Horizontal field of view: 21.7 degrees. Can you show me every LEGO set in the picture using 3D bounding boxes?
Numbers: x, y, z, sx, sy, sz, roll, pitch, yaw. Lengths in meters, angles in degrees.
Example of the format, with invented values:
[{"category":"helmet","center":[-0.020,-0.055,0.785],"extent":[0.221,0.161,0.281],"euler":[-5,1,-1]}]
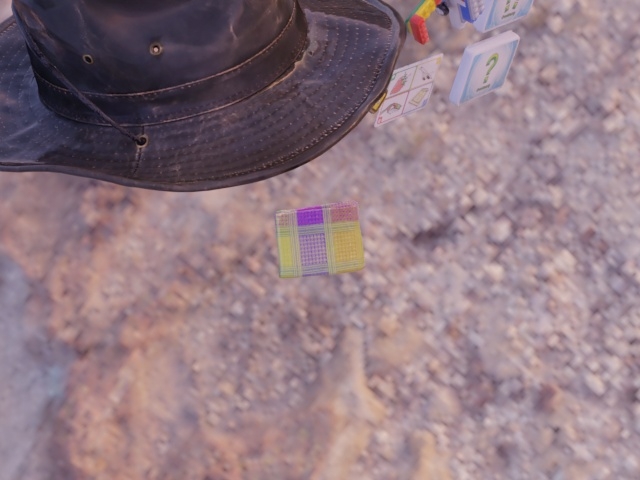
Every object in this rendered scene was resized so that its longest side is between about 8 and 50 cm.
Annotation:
[{"category":"LEGO set","center":[0.114,-0.165,1.256],"extent":[0.060,0.244,0.182],"euler":[32,123,25]}]

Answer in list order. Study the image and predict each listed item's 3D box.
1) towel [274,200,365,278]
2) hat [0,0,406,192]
[{"category":"towel","center":[0.000,0.000,1.400],"extent":[0.009,0.083,0.060],"euler":[1,97,62]},{"category":"hat","center":[-0.110,-0.171,1.153],"extent":[0.331,0.134,0.331],"euler":[-6,37,4]}]
